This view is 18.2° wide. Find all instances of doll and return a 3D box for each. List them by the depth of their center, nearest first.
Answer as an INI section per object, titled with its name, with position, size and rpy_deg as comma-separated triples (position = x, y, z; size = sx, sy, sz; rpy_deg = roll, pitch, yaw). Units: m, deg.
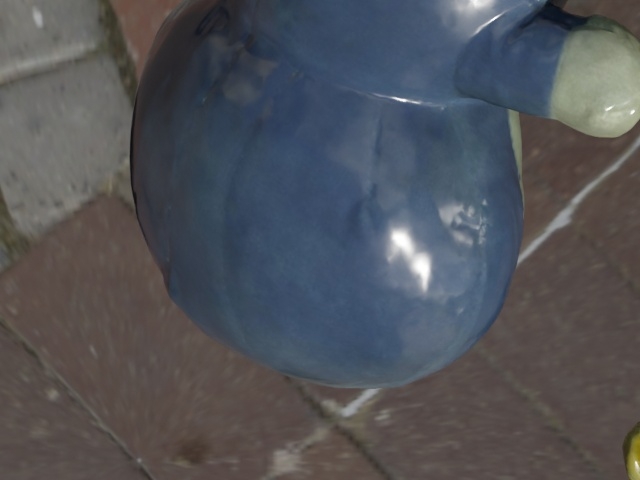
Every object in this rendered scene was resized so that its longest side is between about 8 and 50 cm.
[doll]
position = 0.023, -0.066, 0.754
size = 0.154, 0.228, 0.258
rpy_deg = -11, 129, -35

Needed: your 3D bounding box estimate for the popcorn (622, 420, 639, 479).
[popcorn]
position = 0.284, 0.163, 1.206
size = 0.197, 0.155, 0.198
rpy_deg = -1, 87, 29
